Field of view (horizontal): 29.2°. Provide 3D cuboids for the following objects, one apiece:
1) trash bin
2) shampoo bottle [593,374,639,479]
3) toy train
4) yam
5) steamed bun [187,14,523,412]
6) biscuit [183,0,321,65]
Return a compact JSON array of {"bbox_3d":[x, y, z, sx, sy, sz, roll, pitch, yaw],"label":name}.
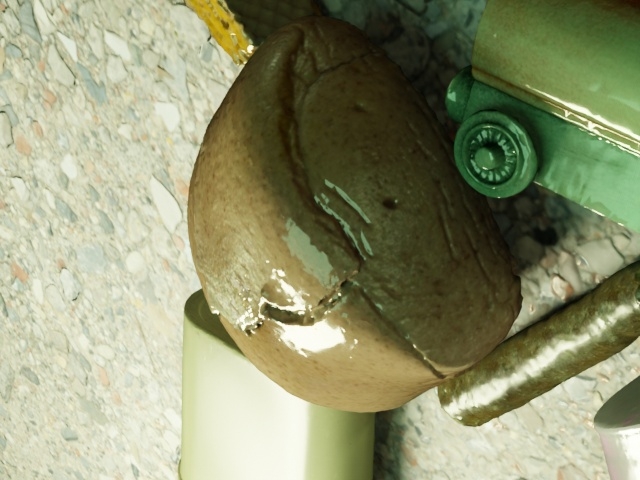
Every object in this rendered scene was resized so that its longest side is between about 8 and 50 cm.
[{"bbox_3d":[-0.046,0.195,1.270,0.243,0.121,0.247,27,130,32],"label":"trash bin"},{"bbox_3d":[0.322,0.165,0.745,0.273,0.273,0.266,-30,84,51],"label":"shampoo bottle"},{"bbox_3d":[0.216,-0.082,0.831,0.285,0.116,0.177,31,122,30],"label":"toy train"},{"bbox_3d":[0.189,0.088,1.003,0.061,0.061,0.274,54,140,4],"label":"yam"},{"bbox_3d":[0.000,0.000,0.983,0.301,0.199,0.251,56,163,6],"label":"steamed bun"},{"bbox_3d":[-0.132,-0.315,1.037,0.379,0.094,0.054,57,147,2],"label":"biscuit"}]
